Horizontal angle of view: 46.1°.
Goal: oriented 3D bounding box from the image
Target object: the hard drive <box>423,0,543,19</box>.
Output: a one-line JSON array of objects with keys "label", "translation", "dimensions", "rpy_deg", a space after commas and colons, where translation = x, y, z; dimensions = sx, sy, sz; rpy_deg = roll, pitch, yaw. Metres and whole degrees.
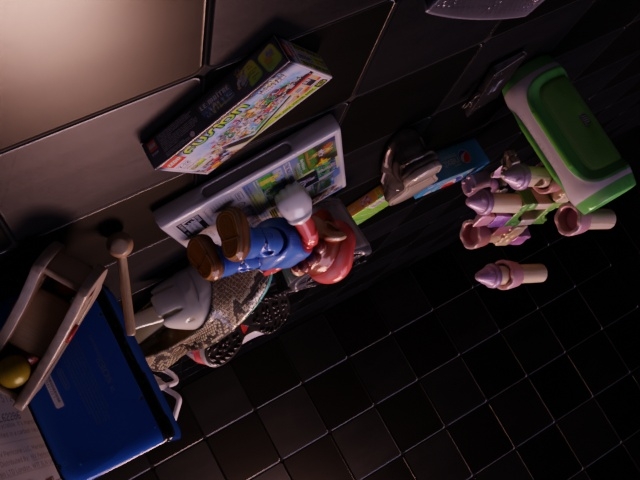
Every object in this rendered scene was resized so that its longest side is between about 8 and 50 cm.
[{"label": "hard drive", "translation": [0.229, -0.327, 0.864], "dimensions": [0.254, 0.054, 0.172], "rpy_deg": [-18, 164, -48]}]

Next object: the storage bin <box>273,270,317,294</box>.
[{"label": "storage bin", "translation": [-0.047, 0.074, 1.810], "dimensions": [0.122, 0.084, 0.180], "rpy_deg": [-14, 174, -9]}]

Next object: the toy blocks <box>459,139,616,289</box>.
[{"label": "toy blocks", "translation": [0.390, -0.083, 1.597], "dimensions": [0.260, 0.309, 0.288], "rpy_deg": [-1, 148, -30]}]

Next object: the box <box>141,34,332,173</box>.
[{"label": "box", "translation": [-0.096, -0.150, 0.871], "dimensions": [0.207, 0.036, 0.114], "rpy_deg": [-34, 169, 23]}]

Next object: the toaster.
[{"label": "toaster", "translation": [0.000, 0.000, 1.535], "dimensions": [0.227, 0.146, 0.129], "rpy_deg": [-18, 165, -46]}]

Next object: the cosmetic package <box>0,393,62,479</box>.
[{"label": "cosmetic package", "translation": [-0.589, 0.332, 1.016], "dimensions": [0.393, 0.327, 0.329], "rpy_deg": [-29, 170, 3]}]

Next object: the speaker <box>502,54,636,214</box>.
[{"label": "speaker", "translation": [0.467, -0.201, 1.429], "dimensions": [0.131, 0.296, 0.131], "rpy_deg": [-29, 169, -6]}]

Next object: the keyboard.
[{"label": "keyboard", "translation": [0.306, -0.282, 1.380], "dimensions": [0.108, 0.023, 0.180], "rpy_deg": [-34, 170, -12]}]

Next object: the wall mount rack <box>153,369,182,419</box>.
[{"label": "wall mount rack", "translation": [-0.502, 0.350, 1.723], "dimensions": [0.350, 0.304, 0.130], "rpy_deg": [7, 103, -65]}]

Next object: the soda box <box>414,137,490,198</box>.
[{"label": "soda box", "translation": [0.287, -0.167, 1.729], "dimensions": [0.210, 0.071, 0.067], "rpy_deg": [-23, 167, -34]}]

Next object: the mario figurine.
[{"label": "mario figurine", "translation": [-0.073, -0.014, 1.265], "dimensions": [0.198, 0.170, 0.320], "rpy_deg": [8, -176, 40]}]

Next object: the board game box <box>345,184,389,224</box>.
[{"label": "board game box", "translation": [0.063, -0.048, 1.788], "dimensions": [0.259, 0.039, 0.124], "rpy_deg": [-36, 168, 19]}]

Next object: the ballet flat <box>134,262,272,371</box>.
[{"label": "ballet flat", "translation": [-0.291, 0.151, 1.499], "dimensions": [0.182, 0.164, 0.483], "rpy_deg": [1, 153, -42]}]

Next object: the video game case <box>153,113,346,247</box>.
[{"label": "video game case", "translation": [-0.097, -0.072, 1.242], "dimensions": [0.300, 0.036, 0.329], "rpy_deg": [-29, 169, -2]}]

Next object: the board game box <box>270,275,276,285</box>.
[{"label": "board game box", "translation": [-0.247, 0.159, 1.907], "dimensions": [0.243, 0.042, 0.165], "rpy_deg": [-35, 169, 26]}]

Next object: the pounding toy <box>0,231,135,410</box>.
[{"label": "pounding toy", "translation": [-0.326, 0.104, 1.004], "dimensions": [0.269, 0.155, 0.154], "rpy_deg": [-61, -171, -11]}]

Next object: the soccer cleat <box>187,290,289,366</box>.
[{"label": "soccer cleat", "translation": [-0.211, 0.218, 1.951], "dimensions": [0.116, 0.109, 0.318], "rpy_deg": [2, -154, 44]}]

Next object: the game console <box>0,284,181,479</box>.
[{"label": "game console", "translation": [-0.358, 0.216, 1.186], "dimensions": [0.250, 0.293, 0.173], "rpy_deg": [-21, 166, -39]}]

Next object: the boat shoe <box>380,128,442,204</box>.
[{"label": "boat shoe", "translation": [0.176, -0.148, 1.525], "dimensions": [0.112, 0.095, 0.335], "rpy_deg": [-26, 175, -3]}]
